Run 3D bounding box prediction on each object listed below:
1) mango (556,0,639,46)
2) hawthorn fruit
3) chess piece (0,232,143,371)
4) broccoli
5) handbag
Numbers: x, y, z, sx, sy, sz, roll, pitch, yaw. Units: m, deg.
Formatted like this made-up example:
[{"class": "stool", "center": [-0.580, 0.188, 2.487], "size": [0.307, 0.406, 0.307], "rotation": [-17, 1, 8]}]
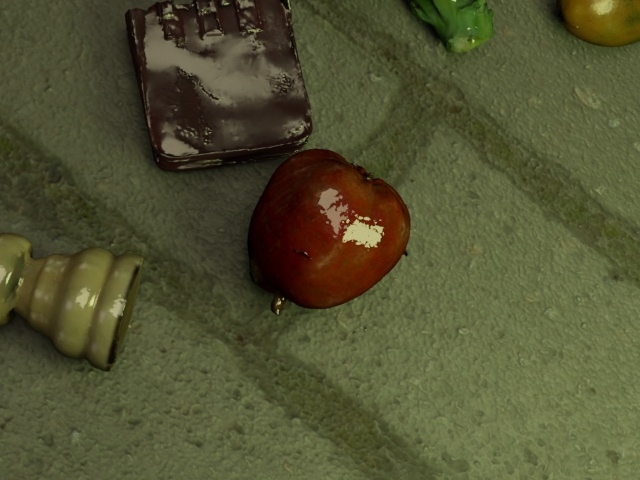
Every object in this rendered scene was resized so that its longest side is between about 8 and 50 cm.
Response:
[{"class": "mango", "center": [0.382, -0.301, 1.845], "size": [0.163, 0.111, 0.089], "rotation": [16, 32, -26]}, {"class": "hawthorn fruit", "center": [0.000, 0.000, 1.668], "size": [0.185, 0.185, 0.202], "rotation": [36, 88, -2]}, {"class": "chess piece", "center": [-0.337, 0.048, 1.609], "size": [0.261, 0.143, 0.143], "rotation": [17, 75, -3]}, {"class": "broccoli", "center": [0.158, -0.368, 1.762], "size": [0.254, 0.269, 0.269], "rotation": [-23, 84, -10]}, {"class": "handbag", "center": [-0.123, -0.196, 1.734], "size": [0.203, 0.074, 0.216], "rotation": [-10, 79, -14]}]
